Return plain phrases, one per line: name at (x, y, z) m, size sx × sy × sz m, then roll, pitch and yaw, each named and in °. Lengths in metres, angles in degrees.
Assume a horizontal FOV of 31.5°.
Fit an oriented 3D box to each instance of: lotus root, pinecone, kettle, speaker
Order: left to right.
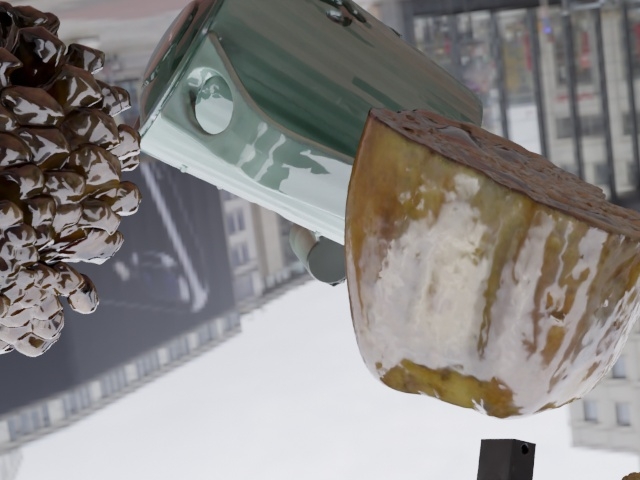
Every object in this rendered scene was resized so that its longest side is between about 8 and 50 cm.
pinecone at (-0.187, -0.037, 0.615) m, size 0.150 × 0.195 × 0.179 m, roll 17°, pitch 163°, yaw 42°
kettle at (0.006, 0.002, 2.060) m, size 0.098 × 0.126 × 0.148 m, roll 9°, pitch -165°, yaw -14°
speaker at (0.251, 0.388, 1.580) m, size 0.044 × 0.218 × 0.082 m, roll 16°, pitch 164°, yaw -27°
lotus root at (0.176, 0.025, 1.088) m, size 0.316 × 0.250 × 0.316 m, roll 12°, pitch -164°, yaw -4°

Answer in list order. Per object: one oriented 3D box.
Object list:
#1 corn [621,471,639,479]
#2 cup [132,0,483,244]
corn at (0.422, 0.445, 1.422) m, size 0.115 × 0.317 × 0.115 m, roll -9°, pitch -168°, yaw 2°
cup at (-0.032, -0.145, 1.436) m, size 0.310 × 0.392 × 0.401 m, roll -46°, pitch -160°, yaw 48°
